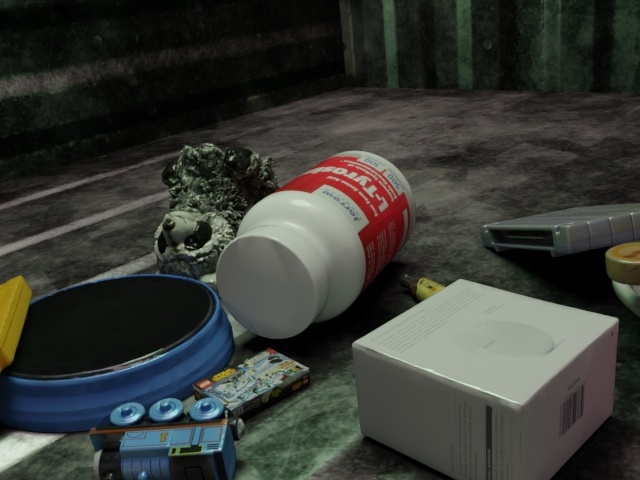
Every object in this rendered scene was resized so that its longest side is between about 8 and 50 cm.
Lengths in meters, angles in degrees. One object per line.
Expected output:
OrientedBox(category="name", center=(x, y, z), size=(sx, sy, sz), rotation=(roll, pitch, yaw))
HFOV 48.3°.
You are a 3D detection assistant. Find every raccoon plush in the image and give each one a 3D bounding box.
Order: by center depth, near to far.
OrientedBox(category="raccoon plush", center=(-0.159, -0.006, 1.477), size=(0.216, 0.299, 0.447), rotation=(-8, -19, 42))

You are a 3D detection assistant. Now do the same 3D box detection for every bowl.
OrientedBox(category="bowl", center=(-0.334, 0.155, 1.123), size=(0.392, 0.077, 0.391), rotation=(-5, 20, 2))

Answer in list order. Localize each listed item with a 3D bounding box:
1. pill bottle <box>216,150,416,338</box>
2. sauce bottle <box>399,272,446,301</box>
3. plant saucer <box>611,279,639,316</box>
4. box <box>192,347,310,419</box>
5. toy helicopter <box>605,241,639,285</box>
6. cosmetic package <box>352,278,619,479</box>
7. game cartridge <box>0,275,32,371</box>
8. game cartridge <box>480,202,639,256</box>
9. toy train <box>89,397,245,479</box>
OrientedBox(category="pill bottle", center=(0.000, 0.000, 1.230), size=(0.229, 0.228, 0.408), rotation=(4, 22, 25))
OrientedBox(category="sauce bottle", center=(0.181, 0.086, 1.214), size=(0.042, 0.042, 0.128), rotation=(-17, 24, -27))
OrientedBox(category="plant saucer", center=(0.615, 0.095, 0.983), size=(0.401, 0.100, 0.400), rotation=(-6, 20, 2))
OrientedBox(category="box", center=(-0.096, 0.201, 1.000), size=(0.137, 0.027, 0.094), rotation=(-21, 26, -37))
OrientedBox(category="toy helicopter", center=(0.544, 0.000, 0.930), size=(0.355, 0.140, 0.235), rotation=(-9, 18, 1))
OrientedBox(category="cosmetic package", center=(0.196, 0.165, 0.854), size=(0.224, 0.138, 0.225), rotation=(-24, 28, -39))
OrientedBox(category="game cartridge", center=(-0.586, 0.183, 1.025), size=(0.324, 0.052, 0.285), rotation=(-28, 23, -6))
OrientedBox(category="game cartridge", center=(0.460, -0.021, 1.276), size=(0.230, 0.068, 0.355), rotation=(-6, 2, -8))
OrientedBox(category="toy train", center=(-0.183, 0.243, 0.843), size=(0.184, 0.080, 0.105), rotation=(-4, 26, 4))
